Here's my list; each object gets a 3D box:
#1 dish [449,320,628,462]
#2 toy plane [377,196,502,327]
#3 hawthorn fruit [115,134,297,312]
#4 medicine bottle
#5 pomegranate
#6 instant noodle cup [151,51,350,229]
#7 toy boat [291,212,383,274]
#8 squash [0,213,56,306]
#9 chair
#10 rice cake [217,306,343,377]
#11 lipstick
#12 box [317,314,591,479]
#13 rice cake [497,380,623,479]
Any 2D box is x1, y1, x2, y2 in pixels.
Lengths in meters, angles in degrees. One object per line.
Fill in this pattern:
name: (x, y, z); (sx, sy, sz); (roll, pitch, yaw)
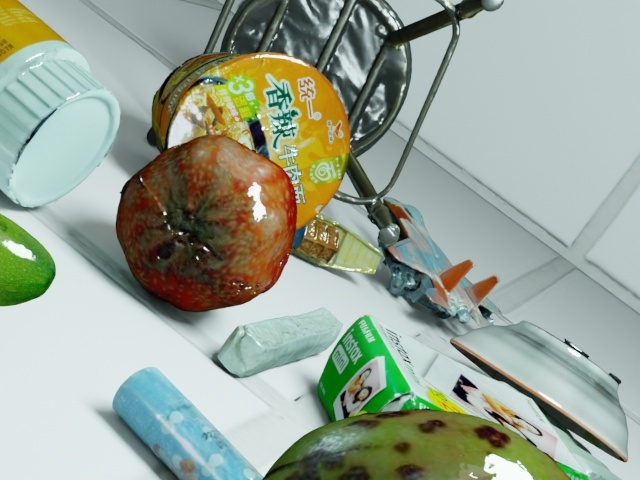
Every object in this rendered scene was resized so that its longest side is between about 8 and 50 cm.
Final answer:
dish: (0.289, 0.167, 1.799); (0.260, 0.085, 0.260); (35, -4, 3)
toy plane: (0.142, 0.027, 2.052); (0.223, 0.104, 0.326); (28, 10, -32)
hawthorn fruit: (-0.095, -0.018, 1.436); (0.181, 0.181, 0.235); (38, 17, 12)
medicine bottle: (-0.348, -0.178, 1.417); (0.318, 0.158, 0.158); (41, 14, 20)
pomegranate: (0.045, 0.211, 0.916); (0.242, 0.242, 0.306); (29, -6, -26)
instant noodle cup: (-0.102, -0.132, 1.781); (0.230, 0.230, 0.182); (28, 5, -27)
toy boat: (0.000, 0.000, 1.868); (0.172, 0.065, 0.066); (22, 4, -28)
squash: (-0.333, -0.025, 1.074); (0.292, 0.082, 0.082); (28, 14, -21)
chair: (0.000, -0.244, 2.098); (0.362, 0.364, 0.410); (23, 5, -4)
rice cake: (-0.038, 0.099, 1.451); (0.042, 0.045, 0.245); (41, 13, 13)
lipstick: (-0.090, 0.161, 1.088); (0.158, 0.048, 0.048); (42, 14, 26)
box: (0.126, 0.188, 1.419); (0.250, 0.103, 0.180); (29, 13, -26)
rice cake: (0.276, 0.239, 1.686); (0.189, 0.037, 0.198); (44, 5, 39)
